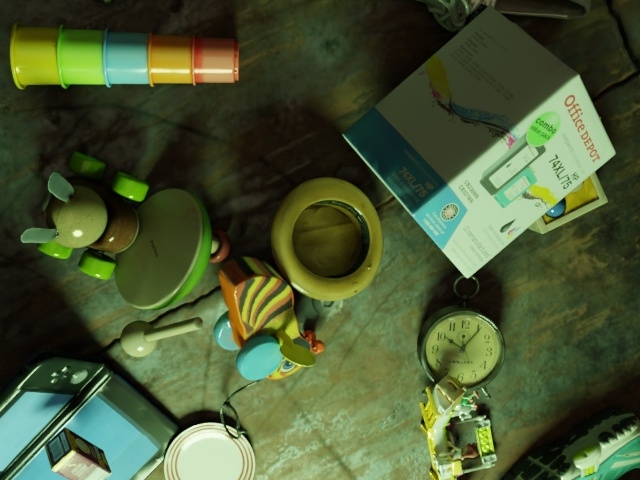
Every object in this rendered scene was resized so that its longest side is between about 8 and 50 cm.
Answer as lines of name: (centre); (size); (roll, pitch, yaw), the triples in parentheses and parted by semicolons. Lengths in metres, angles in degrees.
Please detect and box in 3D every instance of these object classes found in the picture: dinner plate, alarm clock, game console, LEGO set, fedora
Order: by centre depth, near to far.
game console: (-0.396, 0.326, 1.307); (0.293, 0.250, 0.173); (-47, 70, 3)
fedora: (0.000, 0.000, 1.309); (0.194, 0.079, 0.194); (3, 84, -32)
LEGO set: (0.220, 0.290, 1.345); (0.107, 0.132, 0.287); (-12, 120, -7)
alarm clock: (0.216, 0.145, 1.361); (0.129, 0.064, 0.192); (5, 100, -3)
dinner plate: (-0.173, 0.351, 1.389); (0.141, 0.017, 0.141); (-1, 99, -6)

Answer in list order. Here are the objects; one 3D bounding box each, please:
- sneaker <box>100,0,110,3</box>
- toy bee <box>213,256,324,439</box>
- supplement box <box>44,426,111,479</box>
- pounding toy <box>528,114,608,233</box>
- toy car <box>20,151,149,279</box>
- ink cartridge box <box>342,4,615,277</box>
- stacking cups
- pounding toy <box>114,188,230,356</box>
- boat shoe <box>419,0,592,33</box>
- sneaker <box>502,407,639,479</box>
sneaker: (-0.331, -0.377, 1.268); (0.192, 0.064, 0.086); (-22, 93, -3)
toy bee: (-0.075, 0.138, 1.317); (0.162, 0.298, 0.195); (-18, 61, -27)
supplement box: (-0.348, 0.315, 1.273); (0.043, 0.055, 0.083); (-43, 131, -1)
pounding toy: (0.360, -0.099, 1.319); (0.141, 0.100, 0.130); (-26, 98, 1)
toy car: (-0.352, -0.039, 1.237); (0.149, 0.188, 0.155); (24, 94, 14)
ink cartridge box: (0.218, -0.133, 1.216); (0.270, 0.197, 0.198); (-41, 139, 6)
stacking cups: (-0.276, -0.269, 1.274); (0.316, 0.096, 0.096); (-2, 97, -4)
pounding toy: (-0.202, 0.050, 1.299); (0.183, 0.110, 0.236); (-20, 60, 33)
boat shoe: (0.213, -0.350, 1.261); (0.367, 0.136, 0.156); (1, 82, -10)
sneaker: (0.396, 0.374, 1.380); (0.275, 0.107, 0.110); (-30, 103, 1)
